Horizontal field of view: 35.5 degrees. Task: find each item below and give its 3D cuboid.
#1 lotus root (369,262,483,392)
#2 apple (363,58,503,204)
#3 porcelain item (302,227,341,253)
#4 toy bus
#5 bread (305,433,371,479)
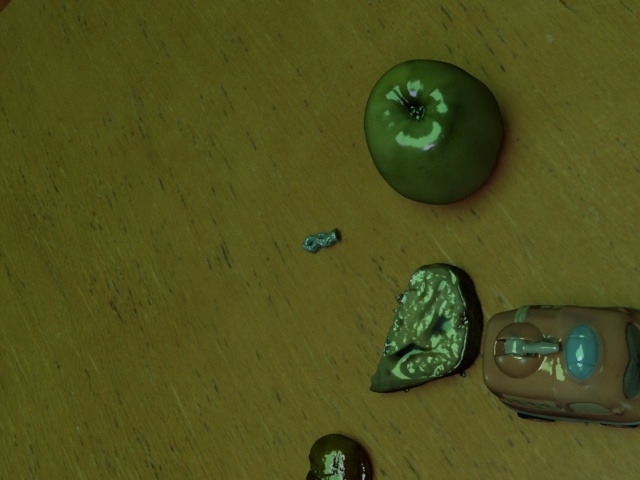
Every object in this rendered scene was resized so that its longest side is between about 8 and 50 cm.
[{"bbox_3d":[0.201,0.168,1.785,0.170,0.074,0.260,15,85,31],"label":"lotus root"},{"bbox_3d":[0.202,-0.198,1.794,0.262,0.262,0.262,-9,72,30],"label":"apple"},{"bbox_3d":[0.000,0.000,1.981,0.083,0.028,0.036,-21,69,27],"label":"porcelain item"},{"bbox_3d":[0.389,0.183,1.570,0.288,0.232,0.194,0,74,34],"label":"toy bus"},{"bbox_3d":[0.025,0.520,1.785,0.124,0.084,0.344,-7,73,31],"label":"bread"}]
